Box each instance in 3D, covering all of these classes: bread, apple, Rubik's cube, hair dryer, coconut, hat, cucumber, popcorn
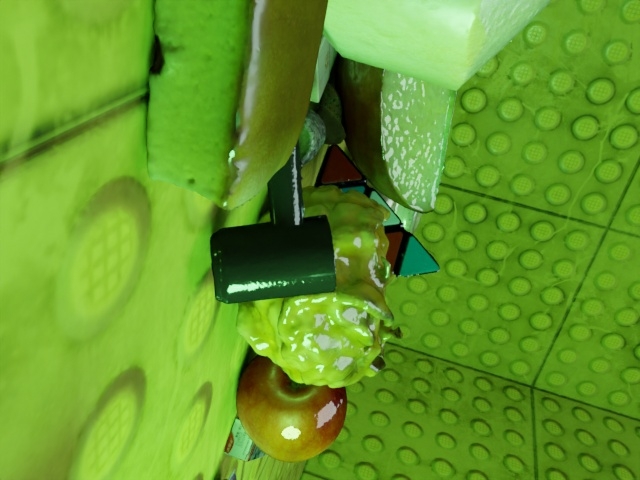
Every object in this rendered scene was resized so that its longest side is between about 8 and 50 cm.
[{"bbox_3d":[-0.032,-0.208,0.353,0.138,0.077,0.361,-55,160,-62],"label":"bread"},{"bbox_3d":[-0.039,0.221,0.837,0.139,0.163,0.163,91,17,-51],"label":"apple"},{"bbox_3d":[0.000,0.000,0.976,0.234,0.284,0.250,-38,123,-39],"label":"Rubik's cube"},{"bbox_3d":[-0.049,-0.068,0.533,0.070,0.114,0.248,-142,-134,-74],"label":"hair dryer"},{"bbox_3d":[0.100,-0.266,0.529,0.239,0.244,0.239,17,90,-82],"label":"coconut"},{"bbox_3d":[0.106,-0.216,0.838,0.254,0.179,0.346,-67,164,-67],"label":"apple"},{"bbox_3d":[0.004,-0.170,0.813,0.058,0.042,0.087,-156,-131,-76],"label":"hat"},{"bbox_3d":[-0.029,-0.105,0.620,0.112,0.064,0.064,-58,163,-73],"label":"cucumber"},{"bbox_3d":[0.005,0.055,0.723,0.250,0.190,0.250,1,90,-69],"label":"popcorn"}]

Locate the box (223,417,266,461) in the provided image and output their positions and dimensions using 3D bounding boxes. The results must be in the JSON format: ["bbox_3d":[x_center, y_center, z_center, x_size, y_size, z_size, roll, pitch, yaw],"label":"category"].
[{"bbox_3d":[-0.108,0.319,0.973,0.218,0.040,0.055,75,34,-73],"label":"box"}]

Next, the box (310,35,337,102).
[{"bbox_3d":[0.012,-0.259,0.720,0.090,0.024,0.166,87,20,-68],"label":"box"}]

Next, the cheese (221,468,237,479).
[{"bbox_3d":[-0.150,0.419,0.877,0.105,0.042,0.190,-48,155,-68],"label":"cheese"}]

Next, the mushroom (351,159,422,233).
[{"bbox_3d":[0.126,-0.093,1.257,0.255,0.184,0.255,-51,155,-35],"label":"mushroom"}]
